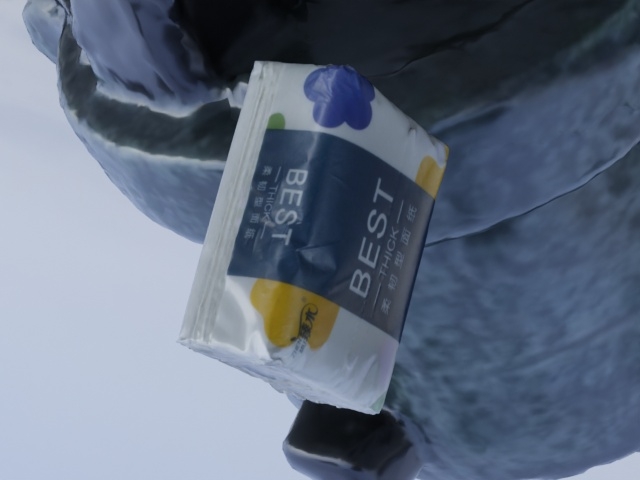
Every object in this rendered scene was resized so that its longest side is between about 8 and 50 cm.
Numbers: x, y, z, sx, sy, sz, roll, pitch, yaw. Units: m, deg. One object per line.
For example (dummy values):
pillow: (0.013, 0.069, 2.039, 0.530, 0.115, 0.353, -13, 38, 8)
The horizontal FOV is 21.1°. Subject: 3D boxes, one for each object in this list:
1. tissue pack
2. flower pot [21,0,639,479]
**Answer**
tissue pack: (0.000, 0.000, 0.472, 0.042, 0.083, 0.062, 7, 164, 34)
flower pot: (0.028, -0.074, 0.685, 0.299, 0.299, 0.282, 34, 156, 47)
